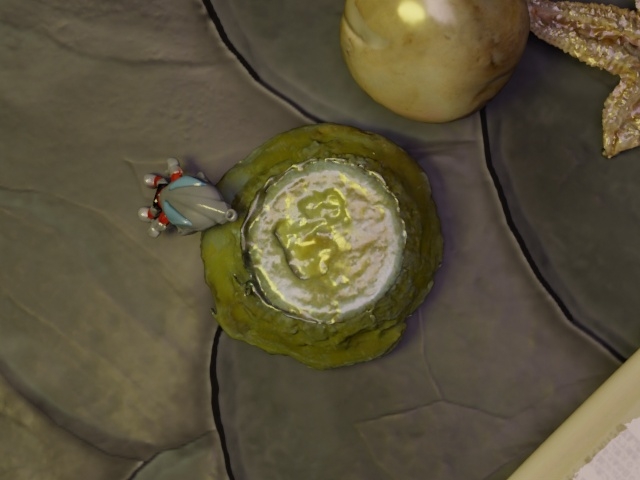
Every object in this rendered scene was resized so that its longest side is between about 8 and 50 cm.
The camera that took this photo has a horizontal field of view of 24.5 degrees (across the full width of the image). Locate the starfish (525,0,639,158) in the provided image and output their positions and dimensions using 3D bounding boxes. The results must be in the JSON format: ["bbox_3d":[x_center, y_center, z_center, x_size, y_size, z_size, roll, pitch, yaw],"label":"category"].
[{"bbox_3d":[0.299,-0.153,1.135,0.295,0.048,0.231,34,87,1],"label":"starfish"}]

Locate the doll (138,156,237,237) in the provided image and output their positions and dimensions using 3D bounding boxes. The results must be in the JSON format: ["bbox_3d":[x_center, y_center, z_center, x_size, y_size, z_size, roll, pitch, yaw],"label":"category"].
[{"bbox_3d":[-0.100,-0.029,1.107,0.057,0.114,0.039,-52,125,-21],"label":"doll"}]

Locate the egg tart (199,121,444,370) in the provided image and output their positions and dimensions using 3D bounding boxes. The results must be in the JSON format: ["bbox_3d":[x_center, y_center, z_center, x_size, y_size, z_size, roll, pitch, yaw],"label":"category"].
[{"bbox_3d":[0.000,0.000,1.114,0.197,0.078,0.197,0,84,0],"label":"egg tart"}]

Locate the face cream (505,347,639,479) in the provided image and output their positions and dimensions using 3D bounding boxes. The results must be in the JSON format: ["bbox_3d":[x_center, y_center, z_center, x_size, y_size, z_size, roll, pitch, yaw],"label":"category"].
[{"bbox_3d":[0.206,0.230,1.094,0.348,0.081,0.173,-45,96,-2],"label":"face cream"}]

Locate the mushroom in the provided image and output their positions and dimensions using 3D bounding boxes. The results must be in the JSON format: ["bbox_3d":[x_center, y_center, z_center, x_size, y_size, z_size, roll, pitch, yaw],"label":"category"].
[{"bbox_3d":[0.083,-0.157,1.101,0.148,0.112,0.148,13,126,18],"label":"mushroom"}]
